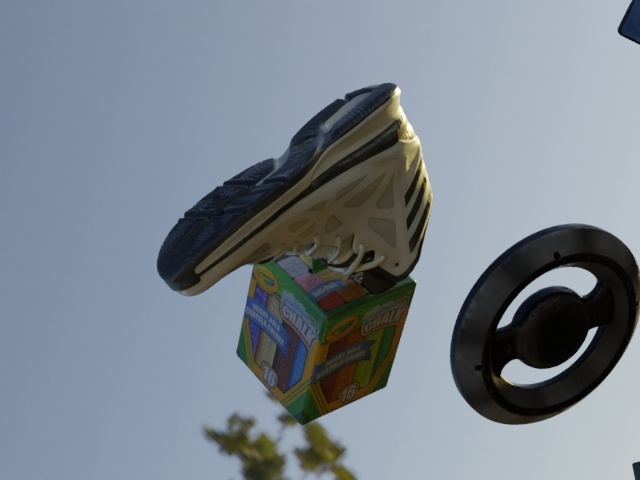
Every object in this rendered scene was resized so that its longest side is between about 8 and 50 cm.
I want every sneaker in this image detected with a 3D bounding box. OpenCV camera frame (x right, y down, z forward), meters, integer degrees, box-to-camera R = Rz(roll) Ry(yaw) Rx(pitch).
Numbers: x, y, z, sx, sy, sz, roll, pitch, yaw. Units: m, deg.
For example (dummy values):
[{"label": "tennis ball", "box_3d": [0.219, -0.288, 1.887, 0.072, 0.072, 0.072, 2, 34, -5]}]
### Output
[{"label": "sneaker", "box_3d": [0.001, 0.000, 2.131, 0.447, 0.169, 0.257, -39, -69, -29]}]

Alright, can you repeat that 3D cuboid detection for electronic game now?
[{"label": "electronic game", "box_3d": [0.233, 0.088, 1.613, 0.229, 0.048, 0.229, -13, -59, -23]}]

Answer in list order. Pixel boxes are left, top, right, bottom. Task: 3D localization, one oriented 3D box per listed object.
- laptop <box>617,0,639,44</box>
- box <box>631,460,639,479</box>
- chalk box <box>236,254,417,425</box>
[{"label": "laptop", "box_3d": [0.693, -0.351, 2.131, 0.236, 0.408, 0.382, 16, -75, -42]}, {"label": "box", "box_3d": [0.419, 0.285, 1.557, 0.056, 0.183, 0.231, 2, -19, -32]}, {"label": "chalk box", "box_3d": [0.011, 0.092, 2.335, 0.180, 0.179, 0.289, -21, -40, -34]}]
